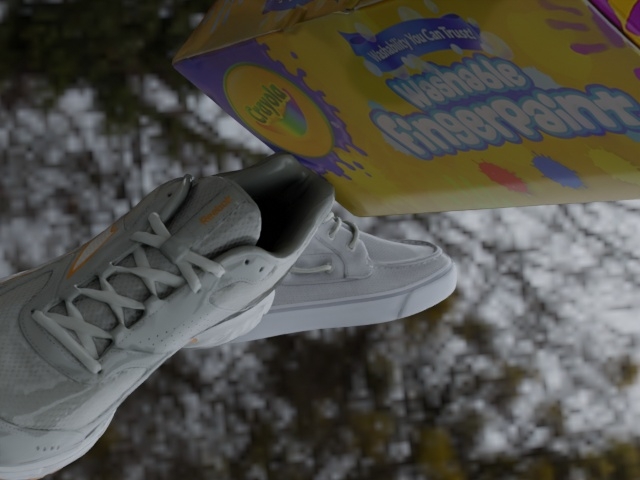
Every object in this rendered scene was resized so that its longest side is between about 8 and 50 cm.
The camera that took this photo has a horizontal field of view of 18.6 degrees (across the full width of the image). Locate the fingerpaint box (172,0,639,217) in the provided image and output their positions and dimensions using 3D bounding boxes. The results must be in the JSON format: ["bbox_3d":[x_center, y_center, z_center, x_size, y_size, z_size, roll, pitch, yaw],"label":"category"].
[{"bbox_3d":[0.151,-0.204,0.999,0.371,0.163,0.445,-56,-162,-15],"label":"fingerpaint box"}]

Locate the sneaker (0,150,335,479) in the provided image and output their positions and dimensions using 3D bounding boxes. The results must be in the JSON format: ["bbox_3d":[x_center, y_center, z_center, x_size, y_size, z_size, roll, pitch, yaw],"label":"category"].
[{"bbox_3d":[-0.092,0.020,0.973,0.099,0.262,0.121,48,-49,5],"label":"sneaker"}]

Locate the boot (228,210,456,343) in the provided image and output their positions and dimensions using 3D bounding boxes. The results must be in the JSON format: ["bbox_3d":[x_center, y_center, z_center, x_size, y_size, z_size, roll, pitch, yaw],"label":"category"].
[{"bbox_3d":[0.000,0.000,1.552,0.095,0.258,0.123,25,-61,53],"label":"boot"}]
